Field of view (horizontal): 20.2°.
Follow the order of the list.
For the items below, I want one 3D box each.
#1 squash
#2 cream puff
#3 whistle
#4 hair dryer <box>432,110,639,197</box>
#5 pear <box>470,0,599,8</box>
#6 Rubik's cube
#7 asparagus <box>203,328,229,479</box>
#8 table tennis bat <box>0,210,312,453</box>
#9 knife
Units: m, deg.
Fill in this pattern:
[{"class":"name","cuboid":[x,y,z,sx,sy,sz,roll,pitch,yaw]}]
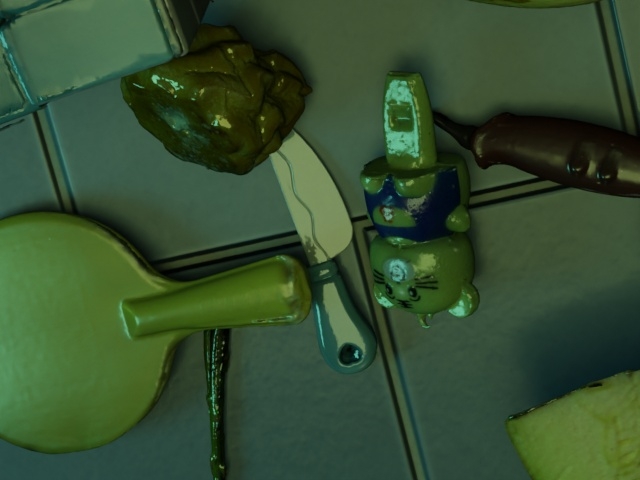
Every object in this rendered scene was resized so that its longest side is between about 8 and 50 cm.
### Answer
[{"class":"squash","cuboid":[0.297,0.181,1.524,0.237,0.204,0.155,-19,79,11]},{"class":"cream puff","cuboid":[-0.085,-0.130,1.512,0.146,0.146,0.116,39,67,-4]},{"class":"whistle","cuboid":[0.081,-0.031,1.521,0.105,0.085,0.227,7,113,35]},{"class":"hair dryer","cuboid":[0.256,-0.110,1.493,0.341,0.123,0.312,15,95,14]},{"class":"pear","cuboid":[0.161,-0.318,1.338,0.309,0.309,0.309,2,105,7]},{"class":"Rubik's cube","cuboid":[-0.230,-0.235,1.423,0.231,0.221,0.224,-19,109,8]},{"class":"asparagus","cuboid":[-0.095,0.180,1.639,0.023,0.022,0.232,-9,106,-36]},{"class":"table tennis bat","cuboid":[-0.181,0.069,1.600,0.369,0.054,0.224,-13,100,17]},{"class":"knife","cuboid":[0.002,0.000,1.580,0.058,0.032,0.244,-13,99,13]}]
